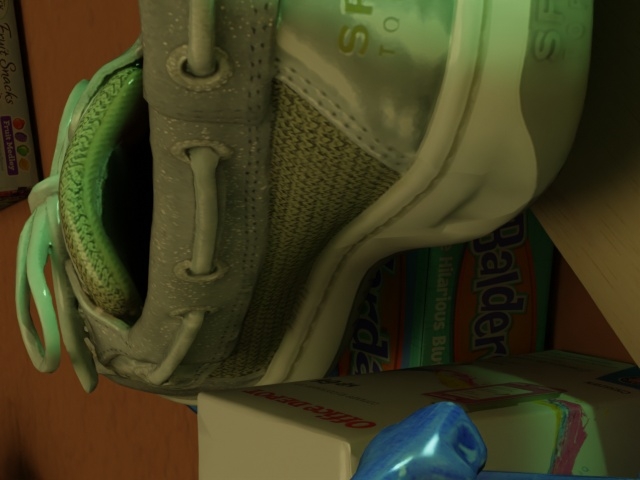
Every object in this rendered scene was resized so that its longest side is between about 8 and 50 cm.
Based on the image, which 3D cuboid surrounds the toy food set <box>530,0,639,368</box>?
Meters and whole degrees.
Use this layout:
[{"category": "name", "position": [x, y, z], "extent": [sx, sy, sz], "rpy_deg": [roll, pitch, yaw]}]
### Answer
[{"category": "toy food set", "position": [0.117, -0.070, 0.419], "extent": [0.219, 0.092, 0.306], "rpy_deg": [96, 153, -44]}]

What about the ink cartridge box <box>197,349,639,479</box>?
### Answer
[{"category": "ink cartridge box", "position": [0.039, 0.063, 0.530], "extent": [0.088, 0.122, 0.052], "rpy_deg": [7, 101, 61]}]

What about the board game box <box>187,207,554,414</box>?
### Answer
[{"category": "board game box", "position": [0.000, 0.000, 0.671], "extent": [0.210, 0.047, 0.160], "rpy_deg": [32, 122, 57]}]

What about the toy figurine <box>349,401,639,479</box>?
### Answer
[{"category": "toy figurine", "position": [0.089, 0.147, 0.422], "extent": [0.191, 0.362, 0.217], "rpy_deg": [-14, 39, 39]}]

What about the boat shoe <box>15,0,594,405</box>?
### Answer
[{"category": "boat shoe", "position": [-0.032, -0.025, 0.535], "extent": [0.320, 0.103, 0.118], "rpy_deg": [147, 125, -69]}]

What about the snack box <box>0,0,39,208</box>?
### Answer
[{"category": "snack box", "position": [-0.182, -0.085, 1.007], "extent": [0.100, 0.037, 0.141], "rpy_deg": [-17, 80, 63]}]
